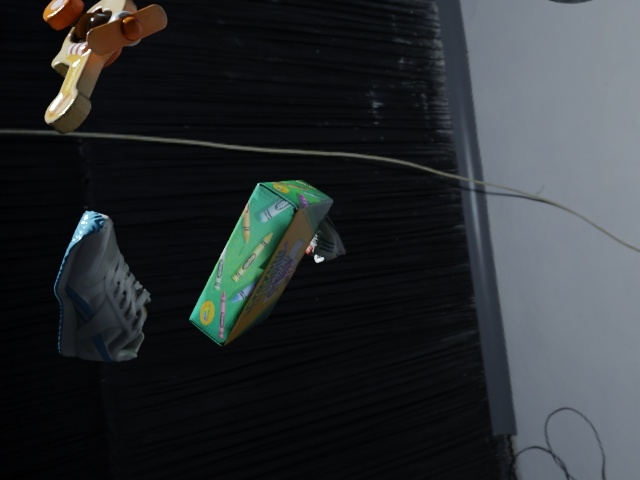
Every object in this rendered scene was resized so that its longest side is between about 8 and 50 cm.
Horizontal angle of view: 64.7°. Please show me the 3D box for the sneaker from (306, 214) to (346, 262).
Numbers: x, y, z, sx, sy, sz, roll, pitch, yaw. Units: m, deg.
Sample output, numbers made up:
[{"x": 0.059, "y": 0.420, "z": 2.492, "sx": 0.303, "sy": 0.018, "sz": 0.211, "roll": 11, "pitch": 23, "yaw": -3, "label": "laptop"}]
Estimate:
[{"x": 0.000, "y": 0.000, "z": 1.025, "sx": 0.057, "sy": 0.075, "sz": 0.161, "roll": 60, "pitch": 179, "yaw": 31, "label": "sneaker"}]

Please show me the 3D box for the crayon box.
[{"x": -0.100, "y": 0.032, "z": 0.882, "sx": 0.081, "sy": 0.165, "sz": 0.278, "roll": 34, "pitch": 109, "yaw": 13, "label": "crayon box"}]

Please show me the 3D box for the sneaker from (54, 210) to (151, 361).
[{"x": -0.242, "y": 0.058, "z": 0.577, "sx": 0.087, "sy": 0.092, "sz": 0.229, "roll": -89, "pitch": 16, "yaw": -44, "label": "sneaker"}]

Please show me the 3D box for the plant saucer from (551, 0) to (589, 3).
[{"x": 0.348, "y": -0.526, "z": 0.643, "sx": 0.100, "sy": 0.400, "sz": 0.401, "roll": 50, "pitch": 137, "yaw": 49, "label": "plant saucer"}]

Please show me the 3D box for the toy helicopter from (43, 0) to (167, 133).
[{"x": -0.432, "y": -0.352, "z": 0.976, "sx": 0.234, "sy": 0.140, "sz": 0.355, "roll": -11, "pitch": 57, "yaw": 22, "label": "toy helicopter"}]
